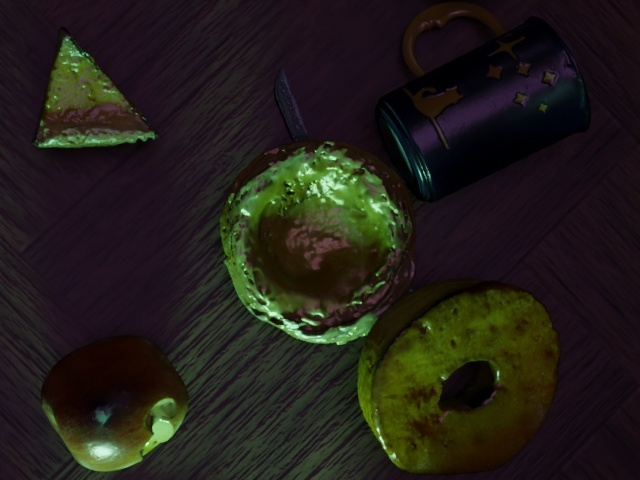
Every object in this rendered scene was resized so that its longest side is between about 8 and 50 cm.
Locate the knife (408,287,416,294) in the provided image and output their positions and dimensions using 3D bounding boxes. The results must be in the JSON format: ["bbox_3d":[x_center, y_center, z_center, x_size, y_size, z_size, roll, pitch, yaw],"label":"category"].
[{"bbox_3d":[0.197,0.119,1.945,0.313,0.019,0.044,30,79,-7],"label":"knife"}]

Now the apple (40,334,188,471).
[{"bbox_3d":[-0.266,0.212,1.803,0.199,0.199,0.199,0,87,-7],"label":"apple"}]

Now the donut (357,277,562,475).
[{"bbox_3d":[0.178,0.178,1.846,0.303,0.110,0.303,-10,110,-27],"label":"donut"}]

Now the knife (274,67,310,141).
[{"bbox_3d":[-0.026,-0.141,1.929,0.028,0.015,0.210,-22,91,-5],"label":"knife"}]

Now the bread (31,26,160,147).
[{"bbox_3d":[-0.304,-0.206,1.834,0.169,0.140,0.160,-2,98,-11],"label":"bread"}]

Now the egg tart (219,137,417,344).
[{"bbox_3d":[0.000,0.000,1.866,0.288,0.118,0.288,0,92,-5],"label":"egg tart"}]

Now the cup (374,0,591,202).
[{"bbox_3d":[0.204,-0.196,1.915,0.256,0.255,0.178,-26,128,-6],"label":"cup"}]
